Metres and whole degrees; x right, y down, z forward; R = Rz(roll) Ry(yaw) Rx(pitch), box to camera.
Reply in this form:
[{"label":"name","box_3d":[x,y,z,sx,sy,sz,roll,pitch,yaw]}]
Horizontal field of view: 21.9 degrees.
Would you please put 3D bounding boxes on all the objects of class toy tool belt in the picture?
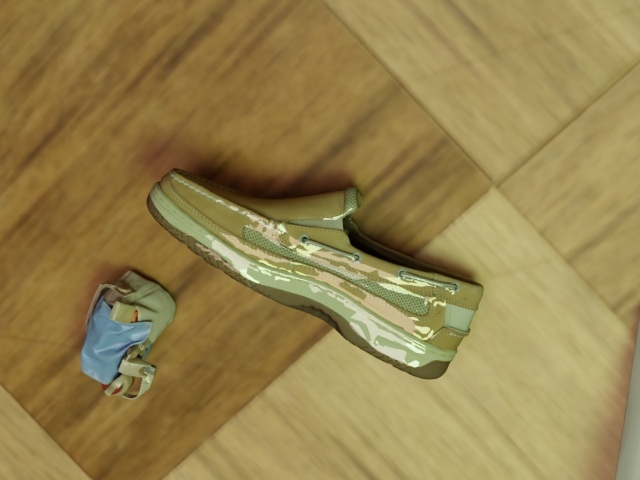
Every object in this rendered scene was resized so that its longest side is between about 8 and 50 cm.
[{"label":"toy tool belt","box_3d":[-0.120,0.063,0.971,0.052,0.051,0.083,25,116,10]}]

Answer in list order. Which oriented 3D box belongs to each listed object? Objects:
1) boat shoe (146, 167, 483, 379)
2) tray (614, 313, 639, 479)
[{"label":"boat shoe","box_3d":[0.000,0.000,0.905,0.190,0.068,0.072,28,105,-3]},{"label":"tray","box_3d":[0.213,0.167,0.832,0.145,0.030,0.270,7,83,18]}]
